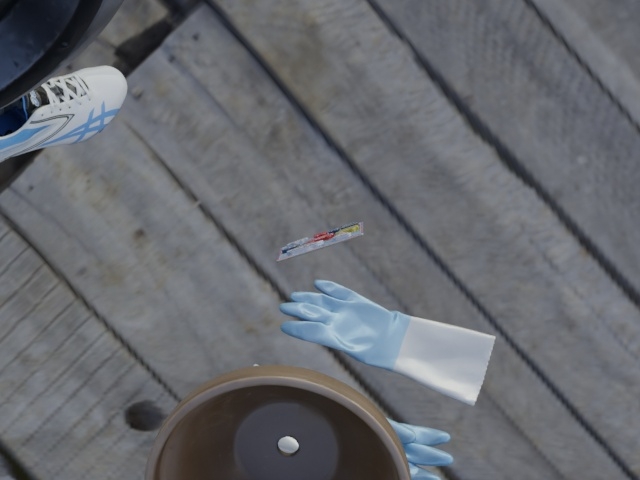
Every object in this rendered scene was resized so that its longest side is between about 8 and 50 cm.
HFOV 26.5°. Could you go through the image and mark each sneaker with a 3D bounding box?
[{"bbox_3d":[-0.316,-0.153,1.563,0.237,0.086,0.085,-28,74,-37],"label":"sneaker"}]

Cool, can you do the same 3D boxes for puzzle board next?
[{"bbox_3d":[0.000,0.000,1.945,0.128,0.096,0.011,-18,98,5],"label":"puzzle board"}]

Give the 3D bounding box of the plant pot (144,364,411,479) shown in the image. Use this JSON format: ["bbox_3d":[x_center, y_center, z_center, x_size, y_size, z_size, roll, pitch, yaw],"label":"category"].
[{"bbox_3d":[-0.034,0.208,1.234,0.237,0.110,0.237,2,111,4],"label":"plant pot"}]

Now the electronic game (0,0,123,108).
[{"bbox_3d":[-0.173,-0.107,0.496,0.229,0.229,0.048,-11,59,-22],"label":"electronic game"}]

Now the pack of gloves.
[{"bbox_3d":[0.045,0.143,1.394,0.232,0.046,0.195,18,67,8],"label":"pack of gloves"}]
